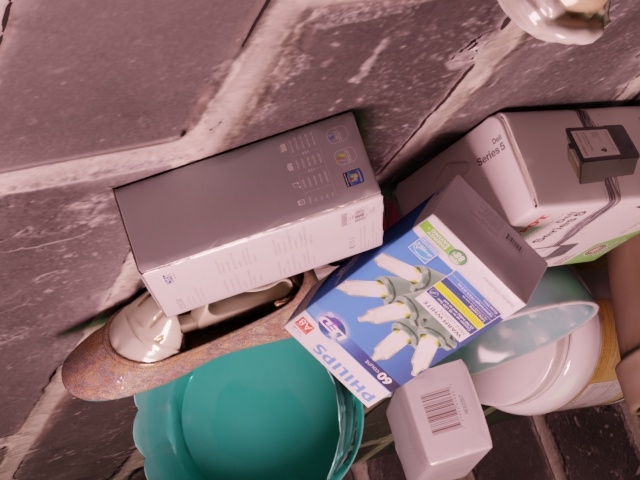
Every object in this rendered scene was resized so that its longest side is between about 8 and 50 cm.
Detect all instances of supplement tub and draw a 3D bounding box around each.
[{"bbox_3d":[0.320,0.123,2.238,0.228,0.228,0.316,-29,162,34],"label":"supplement tub"}]

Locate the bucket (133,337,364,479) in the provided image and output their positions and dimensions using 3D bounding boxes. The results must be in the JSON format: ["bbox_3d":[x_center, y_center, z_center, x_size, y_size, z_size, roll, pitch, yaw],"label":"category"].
[{"bbox_3d":[-0.085,0.223,2.029,0.281,0.281,0.183,-22,174,9],"label":"bucket"}]

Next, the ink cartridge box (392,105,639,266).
[{"bbox_3d":[0.247,-0.053,1.743,0.272,0.115,0.198,-6,160,-38],"label":"ink cartridge box"}]

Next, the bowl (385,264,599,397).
[{"bbox_3d":[0.163,0.064,1.963,0.311,0.163,0.311,-19,165,-5],"label":"bowl"}]

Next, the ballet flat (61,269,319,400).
[{"bbox_3d":[-0.146,0.085,1.824,0.316,0.108,0.106,-20,146,-17],"label":"ballet flat"}]

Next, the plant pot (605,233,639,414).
[{"bbox_3d":[0.492,0.034,2.036,0.323,0.280,0.323,-17,164,-5],"label":"plant pot"}]

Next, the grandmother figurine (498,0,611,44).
[{"bbox_3d":[0.263,-0.242,1.155,0.207,0.104,0.342,26,143,-31],"label":"grandmother figurine"}]

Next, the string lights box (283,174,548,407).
[{"bbox_3d":[0.094,0.057,1.667,0.259,0.133,0.077,-39,-170,43],"label":"string lights box"}]

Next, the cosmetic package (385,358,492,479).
[{"bbox_3d":[0.143,0.232,1.996,0.085,0.117,0.231,-15,166,-6],"label":"cosmetic package"}]

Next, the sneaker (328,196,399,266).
[{"bbox_3d":[0.000,0.000,1.725,0.170,0.063,0.075,-16,161,-26],"label":"sneaker"}]

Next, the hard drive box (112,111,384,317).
[{"bbox_3d":[-0.062,-0.020,1.531,0.232,0.089,0.181,-19,165,-4],"label":"hard drive box"}]
